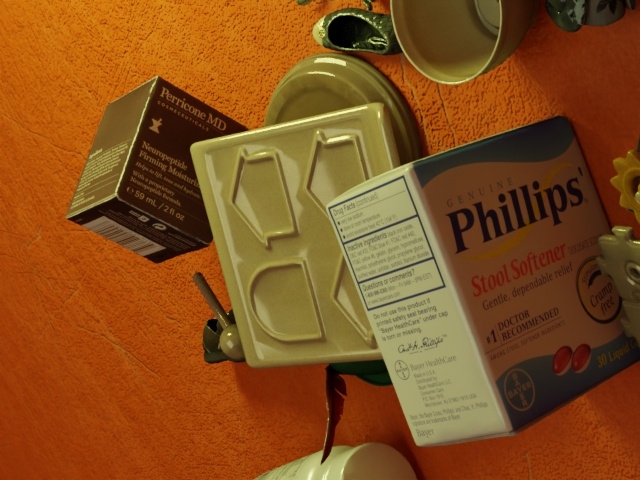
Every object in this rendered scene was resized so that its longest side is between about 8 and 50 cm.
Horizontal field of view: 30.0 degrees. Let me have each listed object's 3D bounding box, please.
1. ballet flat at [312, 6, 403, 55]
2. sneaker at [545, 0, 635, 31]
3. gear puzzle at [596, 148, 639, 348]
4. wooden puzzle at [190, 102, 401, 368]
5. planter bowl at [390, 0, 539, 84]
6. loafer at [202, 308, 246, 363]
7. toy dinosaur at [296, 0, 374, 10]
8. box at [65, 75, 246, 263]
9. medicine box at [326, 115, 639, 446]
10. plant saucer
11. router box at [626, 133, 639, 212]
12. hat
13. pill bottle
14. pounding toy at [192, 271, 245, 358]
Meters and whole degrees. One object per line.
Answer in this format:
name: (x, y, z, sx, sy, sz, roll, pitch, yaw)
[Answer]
ballet flat: (0.047, -0.265, 1.515, 0.173, 0.049, 0.057, 12, 113, 47)
sneaker: (0.281, -0.286, 1.158, 0.268, 0.101, 0.153, -150, 40, -71)
gear puzzle: (0.364, 0.052, 1.196, 0.175, 0.044, 0.339, 11, 132, 58)
wooden puzzle: (0.000, 0.000, 1.561, 0.348, 0.080, 0.322, -7, 100, 40)
planter bowl: (0.172, -0.261, 1.320, 0.162, 0.109, 0.162, 23, 121, 44)
loafer: (-0.129, 0.146, 1.873, 0.220, 0.080, 0.078, -16, 93, 52)
toy dinosaur: (0.034, -0.354, 1.473, 0.118, 0.064, 0.268, 33, 155, 11)
box: (-0.242, -0.099, 1.767, 0.167, 0.168, 0.203, -17, 52, 52)
medicine box: (0.189, 0.040, 1.303, 0.149, 0.263, 0.289, -21, 89, 51)
plant saucer: (0.018, -0.111, 1.601, 0.278, 0.041, 0.278, 17, 117, 39)
router box: (0.425, -0.134, 1.094, 0.243, 0.081, 0.309, 29, 126, 40)
hat: (0.008, 0.150, 1.628, 0.208, 0.183, 0.173, 33, 128, 38)
pill bottle: (0.009, 0.391, 1.748, 0.283, 0.160, 0.160, -33, 79, 51)
pounding toy: (-0.114, 0.046, 1.733, 0.237, 0.110, 0.183, -47, 62, 27)
